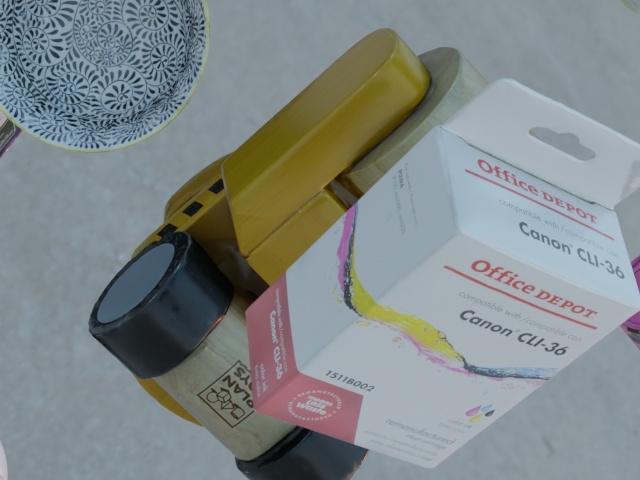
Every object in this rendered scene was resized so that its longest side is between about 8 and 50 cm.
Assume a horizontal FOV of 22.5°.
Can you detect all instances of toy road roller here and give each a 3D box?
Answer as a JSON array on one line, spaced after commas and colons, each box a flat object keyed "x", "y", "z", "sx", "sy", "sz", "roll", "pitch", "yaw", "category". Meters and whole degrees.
[{"x": 0.000, "y": 0.000, "z": 1.130, "sx": 0.202, "sy": 0.329, "sz": 0.240, "roll": 45, "pitch": 12, "yaw": -21, "category": "toy road roller"}]

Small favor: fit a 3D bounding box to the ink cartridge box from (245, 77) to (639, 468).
[{"x": 0.067, "y": 0.022, "z": 0.761, "sx": 0.115, "sy": 0.198, "sz": 0.067, "roll": 21, "pitch": 42, "yaw": -29, "category": "ink cartridge box"}]

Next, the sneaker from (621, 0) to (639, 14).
[{"x": 0.205, "y": -0.203, "z": 0.947, "sx": 0.240, "sy": 0.091, "sz": 0.126, "roll": 50, "pitch": 44, "yaw": -31, "category": "sneaker"}]

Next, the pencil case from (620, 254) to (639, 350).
[{"x": 0.306, "y": 0.083, "z": 1.310, "sx": 0.209, "sy": 0.098, "sz": 0.095, "roll": 48, "pitch": 37, "yaw": -46, "category": "pencil case"}]

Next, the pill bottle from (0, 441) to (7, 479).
[{"x": -0.411, "y": 0.204, "z": 1.515, "sx": 0.188, "sy": 0.188, "sz": 0.334, "roll": 21, "pitch": 6, "yaw": -36, "category": "pill bottle"}]

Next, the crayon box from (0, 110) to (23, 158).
[{"x": -0.381, "y": -0.260, "z": 1.579, "sx": 0.313, "sy": 0.106, "sz": 0.363, "roll": 30, "pitch": 67, "yaw": 10, "category": "crayon box"}]

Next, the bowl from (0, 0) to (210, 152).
[{"x": -0.154, "y": -0.149, "z": 1.140, "sx": 0.170, "sy": 0.170, "sz": 0.080, "roll": 50, "pitch": 11, "yaw": -1, "category": "bowl"}]
